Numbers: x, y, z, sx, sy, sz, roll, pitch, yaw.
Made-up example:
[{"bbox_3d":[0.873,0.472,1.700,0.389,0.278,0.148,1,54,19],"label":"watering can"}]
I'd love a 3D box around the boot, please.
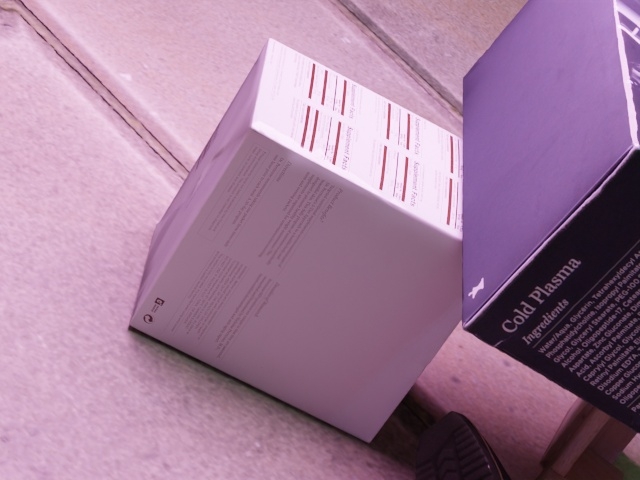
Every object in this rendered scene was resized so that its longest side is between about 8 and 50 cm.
[{"bbox_3d":[0.153,0.220,1.358,0.137,0.077,0.198,11,49,-42],"label":"boot"}]

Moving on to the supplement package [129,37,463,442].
[{"bbox_3d":[0.000,0.000,1.397,0.203,0.194,0.149,27,30,-12],"label":"supplement package"}]

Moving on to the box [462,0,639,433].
[{"bbox_3d":[0.273,-0.015,1.338,0.312,0.179,0.343,30,30,-16],"label":"box"}]

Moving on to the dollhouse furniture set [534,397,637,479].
[{"bbox_3d":[0.366,0.206,1.472,0.355,0.174,0.303,36,29,6],"label":"dollhouse furniture set"}]
